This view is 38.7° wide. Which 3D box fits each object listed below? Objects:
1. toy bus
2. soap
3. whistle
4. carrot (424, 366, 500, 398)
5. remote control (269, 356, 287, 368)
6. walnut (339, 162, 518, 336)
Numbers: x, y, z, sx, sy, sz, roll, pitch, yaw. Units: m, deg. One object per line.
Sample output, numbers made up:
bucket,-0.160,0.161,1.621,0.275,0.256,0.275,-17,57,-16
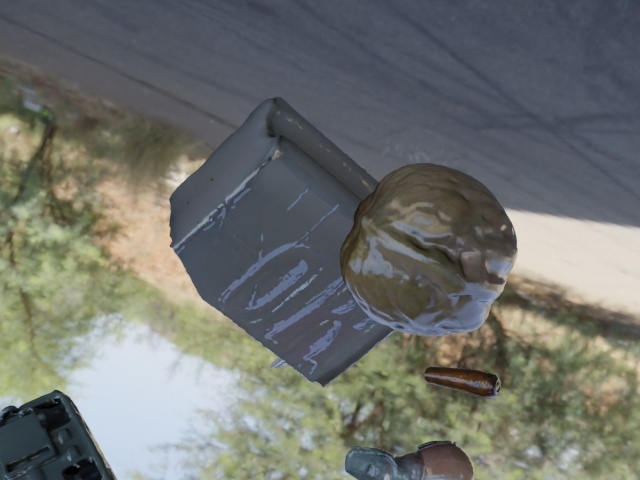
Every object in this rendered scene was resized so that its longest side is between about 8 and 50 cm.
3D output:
toy bus,-0.363,0.369,1.232,0.184,0.199,0.343,-23,-154,-20
soap,-0.043,0.013,1.613,0.435,0.350,0.213,41,-158,-30
whistle,0.224,0.561,2.145,0.348,0.189,0.189,12,176,-14
carrot,0.293,0.288,1.880,0.162,0.055,0.055,7,168,37
remote control,-0.045,0.223,1.930,0.073,0.044,0.229,-11,161,-29
walnut,0.150,0.014,1.303,0.248,0.248,0.248,19,174,2
